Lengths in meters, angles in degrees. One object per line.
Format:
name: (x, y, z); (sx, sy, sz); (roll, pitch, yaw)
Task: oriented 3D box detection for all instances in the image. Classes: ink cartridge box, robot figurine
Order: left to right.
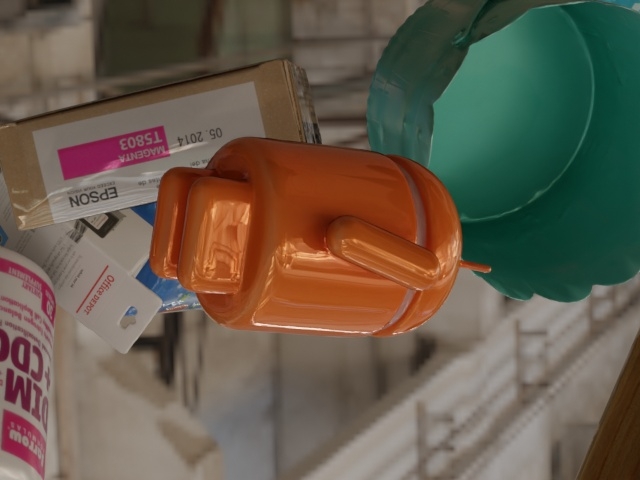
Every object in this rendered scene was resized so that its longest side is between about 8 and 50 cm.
ink cartridge box: (-0.211, 0.006, 1.642); (0.060, 0.180, 0.104); (-52, -179, -42)
ink cartridge box: (-0.122, -0.077, 1.481); (0.235, 0.088, 0.193); (-12, -177, 5)
robot figurine: (0.001, 0.001, 1.209); (0.219, 0.128, 0.158); (5, 149, -31)

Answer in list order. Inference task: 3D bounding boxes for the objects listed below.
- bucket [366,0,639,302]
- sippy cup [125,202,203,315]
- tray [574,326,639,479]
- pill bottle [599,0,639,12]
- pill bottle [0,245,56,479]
bucket: (0.184, -0.101, 1.652); (0.281, 0.281, 0.183); (-5, -159, -20)
sippy cup: (-0.176, -0.015, 2.104); (0.305, 0.240, 0.224); (-17, -179, 32)
tray: (0.305, 0.277, 1.822); (0.076, 0.411, 0.203); (25, 173, -10)
pill bottle: (0.355, -0.362, 2.091); (0.146, 0.264, 0.146); (17, -139, -15)
pill bottle: (-0.307, 0.155, 1.544); (0.160, 0.283, 0.160); (-1, 147, -1)
